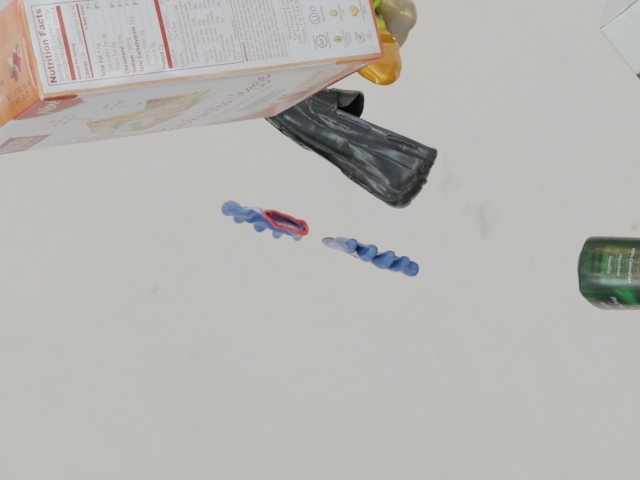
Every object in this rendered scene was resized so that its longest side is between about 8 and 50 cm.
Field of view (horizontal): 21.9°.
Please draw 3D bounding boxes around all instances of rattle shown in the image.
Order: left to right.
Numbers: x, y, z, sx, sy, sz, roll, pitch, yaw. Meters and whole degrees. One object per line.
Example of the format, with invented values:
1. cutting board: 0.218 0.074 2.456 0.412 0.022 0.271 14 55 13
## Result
1. rattle: 0.011 -0.168 1.679 0.199 0.130 0.143 -32 64 35

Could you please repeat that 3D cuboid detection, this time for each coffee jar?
1. coffee jar: 0.386 0.038 1.837 0.184 0.096 0.079 0 72 34

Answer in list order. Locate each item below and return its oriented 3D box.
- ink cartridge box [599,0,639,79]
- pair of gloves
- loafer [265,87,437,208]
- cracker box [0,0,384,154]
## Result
1. ink cartridge box: 0.344 -0.184 1.623 0.063 0.109 0.150 -37 99 23
2. pair of gloves: 0.000 0.000 1.651 0.198 0.159 0.023 20 88 -15
3. loafer: 0.014 -0.117 1.625 0.223 0.076 0.078 35 90 14
4. cracker box: -0.099 -0.111 1.030 0.232 0.155 0.067 -10 85 -29
